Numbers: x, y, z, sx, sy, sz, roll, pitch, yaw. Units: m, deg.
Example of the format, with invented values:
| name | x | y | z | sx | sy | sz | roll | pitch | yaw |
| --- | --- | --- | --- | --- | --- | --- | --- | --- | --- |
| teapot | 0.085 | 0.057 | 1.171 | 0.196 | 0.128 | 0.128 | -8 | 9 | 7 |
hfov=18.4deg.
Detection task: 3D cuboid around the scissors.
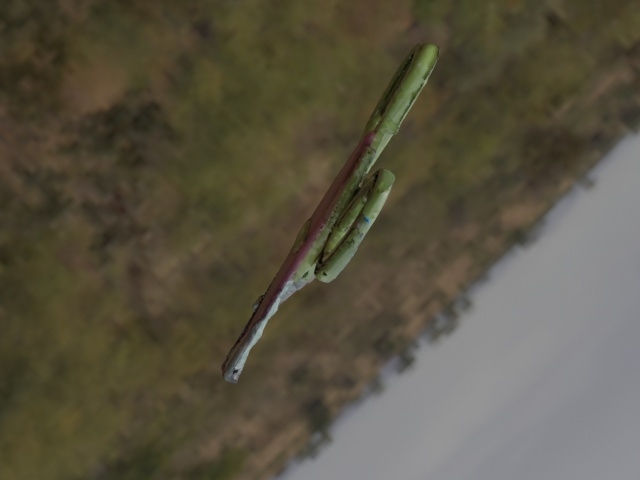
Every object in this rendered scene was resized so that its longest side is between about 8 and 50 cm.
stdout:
| name | x | y | z | sx | sy | sz | roll | pitch | yaw |
| --- | --- | --- | --- | --- | --- | --- | --- | --- | --- |
| scissors | 0.000 | 0.000 | 0.918 | 0.187 | 0.020 | 0.133 | -54 | -170 | 46 |
